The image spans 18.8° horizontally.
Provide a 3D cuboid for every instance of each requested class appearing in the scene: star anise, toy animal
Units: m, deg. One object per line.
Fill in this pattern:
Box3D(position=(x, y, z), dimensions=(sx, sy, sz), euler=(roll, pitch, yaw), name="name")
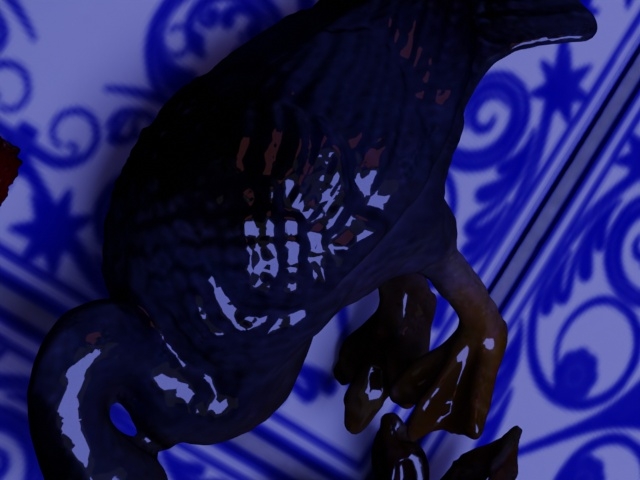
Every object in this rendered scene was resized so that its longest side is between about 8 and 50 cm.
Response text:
Box3D(position=(0.041, 0.151, 0.897), dimensions=(0.168, 0.057, 0.168), euler=(-12, 111, -33), name="star anise")
Box3D(position=(0.000, 0.000, 0.787), dimensions=(0.185, 0.122, 0.298), euler=(32, 85, -33), name="toy animal")

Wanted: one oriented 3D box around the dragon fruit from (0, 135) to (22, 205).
Box3D(position=(-0.190, 0.025, 0.728), dimensions=(0.092, 0.122, 0.192), euler=(19, 100, 6), name="dragon fruit")
